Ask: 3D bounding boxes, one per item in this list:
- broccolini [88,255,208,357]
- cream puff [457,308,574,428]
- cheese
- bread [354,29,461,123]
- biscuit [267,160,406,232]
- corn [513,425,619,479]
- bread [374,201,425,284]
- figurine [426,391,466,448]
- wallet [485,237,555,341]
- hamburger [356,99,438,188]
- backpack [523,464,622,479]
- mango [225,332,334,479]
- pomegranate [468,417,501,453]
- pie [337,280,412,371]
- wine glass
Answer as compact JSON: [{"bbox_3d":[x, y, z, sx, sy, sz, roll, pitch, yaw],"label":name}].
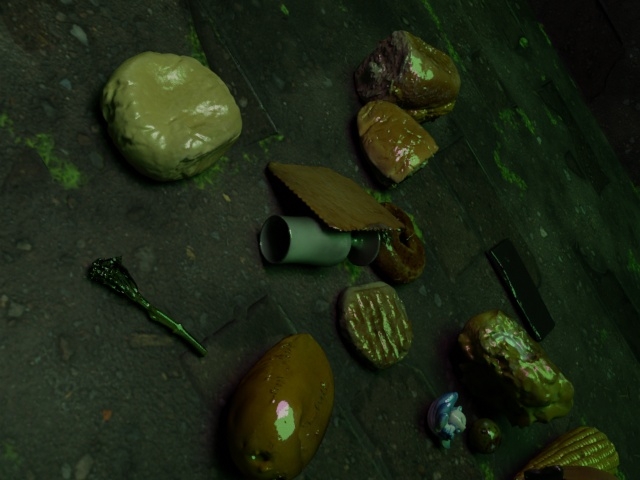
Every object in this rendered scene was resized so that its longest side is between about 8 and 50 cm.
[{"bbox_3d":[-0.249,0.104,0.919,0.218,0.044,0.042,50,26,-20],"label":"broccolini"},{"bbox_3d":[0.403,0.285,1.357,0.282,0.185,0.282,43,14,-13],"label":"cream puff"},{"bbox_3d":[-0.249,-0.212,1.037,0.226,0.117,0.214,-33,86,-45],"label":"cheese"},{"bbox_3d":[0.212,-0.379,1.539,0.246,0.195,0.176,15,51,-38],"label":"bread"},{"bbox_3d":[0.033,-0.087,1.237,0.232,0.013,0.237,-2,38,-46],"label":"biscuit"},{"bbox_3d":[0.558,0.523,1.413,0.387,0.143,0.144,-4,71,-49],"label":"corn"},{"bbox_3d":[0.161,0.006,1.368,0.193,0.063,0.193,31,45,-37],"label":"bread"},{"bbox_3d":[0.257,0.348,1.251,0.114,0.079,0.115,-5,96,-57],"label":"figurine"},{"bbox_3d":[0.553,0.134,1.717,0.146,0.030,0.286,-23,84,-53],"label":"wallet"},{"bbox_3d":[0.159,-0.235,1.448,0.155,0.135,0.208,-32,89,-51],"label":"hamburger"},{"bbox_3d":[0.450,0.603,1.120,0.201,0.353,0.379,22,52,-53],"label":"backpack"},{"bbox_3d":[-0.057,0.244,0.944,0.151,0.156,0.249,19,44,8],"label":"mango"},{"bbox_3d":[0.348,0.419,1.317,0.073,0.073,0.085,-46,118,-48],"label":"pomegranate"},{"bbox_3d":[0.111,0.167,1.235,0.195,0.046,0.195,24,51,-33],"label":"pie"},{"bbox_3d":[0.000,0.000,1.176,0.230,0.103,0.103,1,67,-43],"label":"wine glass"}]
